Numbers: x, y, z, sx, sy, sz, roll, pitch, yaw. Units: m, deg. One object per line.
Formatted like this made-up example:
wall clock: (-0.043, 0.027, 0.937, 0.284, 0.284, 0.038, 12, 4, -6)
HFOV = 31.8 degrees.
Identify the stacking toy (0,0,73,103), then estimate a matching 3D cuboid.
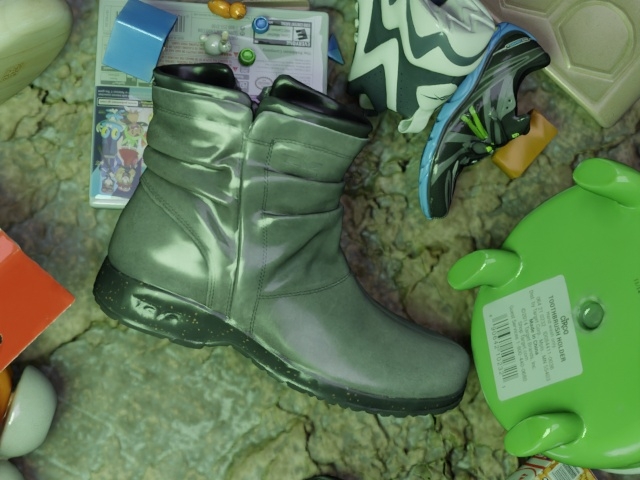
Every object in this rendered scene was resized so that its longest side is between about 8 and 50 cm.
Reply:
stacking toy: (-0.347, -0.260, 0.890, 0.141, 0.141, 0.330, -38, 88, -15)

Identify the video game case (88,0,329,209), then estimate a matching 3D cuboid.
video game case: (-0.095, -0.114, 0.974, 0.201, 0.023, 0.184, 3, 84, -8)

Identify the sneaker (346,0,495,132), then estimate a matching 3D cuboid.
sneaker: (0.057, -0.192, 1.001, 0.094, 0.153, 0.235, -7, 49, -34)

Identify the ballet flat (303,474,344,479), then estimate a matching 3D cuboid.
ballet flat: (0.017, 0.286, 0.968, 0.057, 0.049, 0.173, -9, 90, -48)

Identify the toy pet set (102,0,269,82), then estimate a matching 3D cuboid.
toy pet set: (-0.112, -0.160, 0.931, 0.114, 0.065, 0.122, 22, 81, -5)

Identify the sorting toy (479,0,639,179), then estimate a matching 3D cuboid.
sorting toy: (0.228, -0.220, 1.075, 0.229, 0.041, 0.307, 43, 82, -4)

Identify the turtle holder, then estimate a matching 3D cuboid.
turtle holder: (0.288, 0.051, 0.934, 0.227, 0.243, 0.320, 17, 117, -42)

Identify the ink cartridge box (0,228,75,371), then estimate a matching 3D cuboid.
ink cartridge box: (-0.317, 0.039, 0.822, 0.189, 0.232, 0.066, -45, 136, -15)

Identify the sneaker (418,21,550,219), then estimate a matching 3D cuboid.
sneaker: (0.143, -0.101, 1.000, 0.078, 0.067, 0.188, 29, 94, 6)

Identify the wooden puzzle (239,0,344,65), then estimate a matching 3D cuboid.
wooden puzzle: (-0.039, -0.181, 1.010, 0.116, 0.014, 0.079, -11, 87, -16)

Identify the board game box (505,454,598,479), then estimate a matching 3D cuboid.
board game box: (0.221, 0.302, 1.010, 0.146, 0.045, 0.193, -37, 94, -15)

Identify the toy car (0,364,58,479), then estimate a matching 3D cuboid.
toy car: (-0.291, 0.154, 0.846, 0.159, 0.136, 0.182, 18, 80, -12)

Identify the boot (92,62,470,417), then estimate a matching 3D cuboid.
boot: (0.000, 0.000, 0.906, 0.338, 0.118, 0.223, 18, 106, -13)
